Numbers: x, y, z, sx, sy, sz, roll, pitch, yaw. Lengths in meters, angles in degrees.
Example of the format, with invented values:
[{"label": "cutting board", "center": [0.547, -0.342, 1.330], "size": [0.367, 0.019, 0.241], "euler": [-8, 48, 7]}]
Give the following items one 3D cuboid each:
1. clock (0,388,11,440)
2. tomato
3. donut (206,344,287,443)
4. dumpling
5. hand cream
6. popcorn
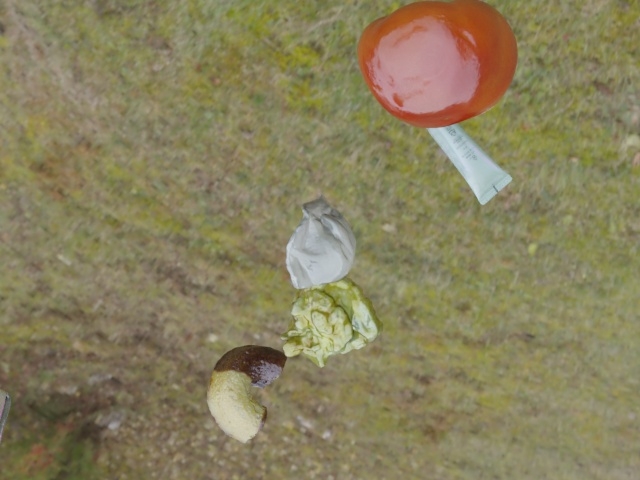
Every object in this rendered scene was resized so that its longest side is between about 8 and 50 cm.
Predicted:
[{"label": "clock", "center": [-0.511, 0.295, 1.350], "size": [0.146, 0.192, 0.071], "euler": [-22, 138, 32]}, {"label": "tomato", "center": [0.185, -0.275, 1.556], "size": [0.259, 0.259, 0.180], "euler": [-16, 80, 37]}, {"label": "donut", "center": [-0.156, 0.307, 2.090], "size": [0.141, 0.217, 0.085], "euler": [27, 150, -21]}, {"label": "dumpling", "center": [0.000, 0.000, 1.520], "size": [0.108, 0.188, 0.127], "euler": [8, 119, 28]}, {"label": "hand cream", "center": [0.259, -0.166, 1.805], "size": [0.205, 0.078, 0.050], "euler": [50, 167, 1]}, {"label": "popcorn", "center": [0.012, 0.151, 1.933], "size": [0.185, 0.187, 0.167], "euler": [-43, 68, 30]}]
